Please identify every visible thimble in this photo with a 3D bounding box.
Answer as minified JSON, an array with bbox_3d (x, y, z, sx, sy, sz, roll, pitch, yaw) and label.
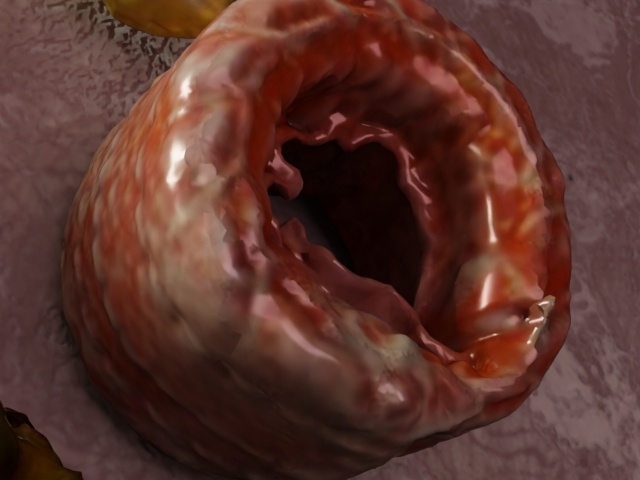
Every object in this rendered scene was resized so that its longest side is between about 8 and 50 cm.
[{"bbox_3d":[0.000,0.000,0.638,0.239,0.162,0.239,16,58,-28],"label":"thimble"}]

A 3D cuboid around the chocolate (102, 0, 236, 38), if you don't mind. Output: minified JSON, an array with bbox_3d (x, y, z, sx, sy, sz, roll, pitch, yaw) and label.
[{"bbox_3d":[-0.017,-0.302,0.780,0.162,0.162,0.445,30,55,-20],"label":"chocolate"}]

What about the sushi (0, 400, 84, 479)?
[{"bbox_3d":[-0.178,0.109,0.453,0.204,0.213,0.200,3,89,-19],"label":"sushi"}]
